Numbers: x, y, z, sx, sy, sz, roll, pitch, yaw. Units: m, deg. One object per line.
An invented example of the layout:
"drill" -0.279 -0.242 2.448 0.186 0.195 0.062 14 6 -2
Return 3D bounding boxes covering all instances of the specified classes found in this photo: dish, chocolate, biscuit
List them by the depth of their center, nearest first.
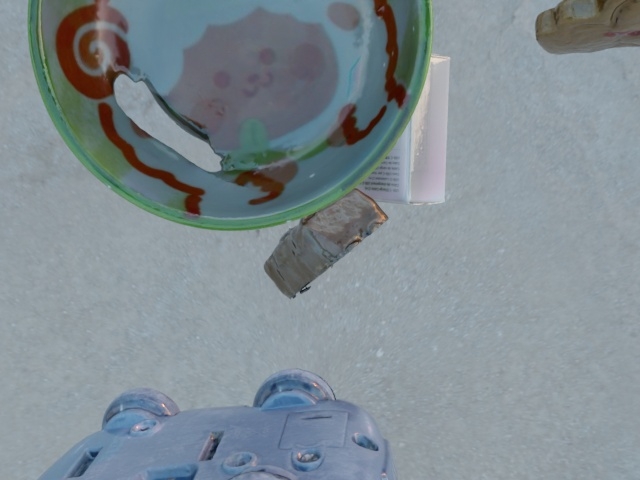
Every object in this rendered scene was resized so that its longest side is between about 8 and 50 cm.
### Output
"dish" -0.071 -0.174 0.682 0.324 0.124 0.324 0 96 1
"biscuit" 0.378 -0.248 0.826 0.295 0.186 0.044 -11 78 33
"chocolate" 0.000 0.000 1.218 0.093 0.214 0.148 47 60 1

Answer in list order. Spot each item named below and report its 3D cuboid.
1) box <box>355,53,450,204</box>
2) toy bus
"box" 0.114 -0.192 1.360 0.106 0.203 0.251 -3 97 -40
"toy bus" -0.079 0.247 0.604 0.294 0.197 0.231 -8 102 6
